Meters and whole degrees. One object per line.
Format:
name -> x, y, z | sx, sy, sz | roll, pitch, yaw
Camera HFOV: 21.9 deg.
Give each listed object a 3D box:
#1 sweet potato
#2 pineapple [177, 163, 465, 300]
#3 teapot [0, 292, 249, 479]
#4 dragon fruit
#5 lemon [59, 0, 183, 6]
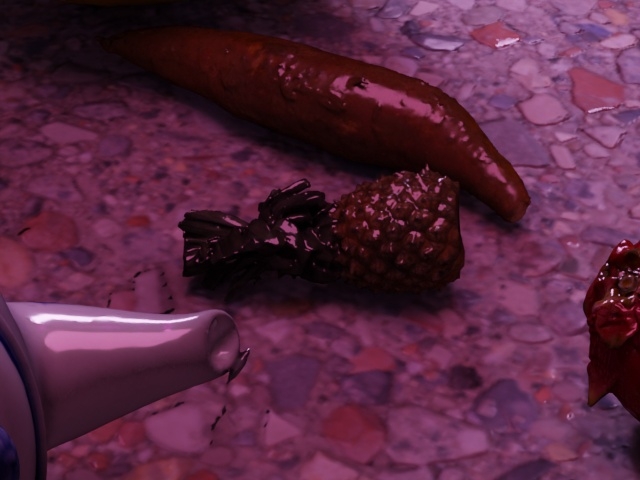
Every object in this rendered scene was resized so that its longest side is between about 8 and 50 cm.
sweet potato -> -0.006, -0.092, 1.042 | 0.314, 0.072, 0.066 | 21, 57, 18
pineapple -> 0.000, 0.000, 0.932 | 0.159, 0.074, 0.074 | -3, 39, 2
teapot -> -0.210, 0.087, 0.636 | 0.280, 0.252, 0.424 | -5, 7, 43
dragon fruit -> 0.210, 0.050, 0.836 | 0.166, 0.136, 0.133 | 0, -5, -10
lemon -> -0.134, -0.324, 1.099 | 0.350, 0.349, 0.387 | 16, 29, 17
